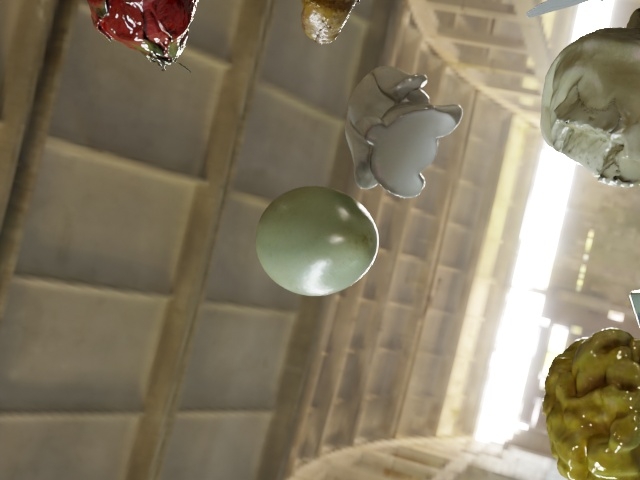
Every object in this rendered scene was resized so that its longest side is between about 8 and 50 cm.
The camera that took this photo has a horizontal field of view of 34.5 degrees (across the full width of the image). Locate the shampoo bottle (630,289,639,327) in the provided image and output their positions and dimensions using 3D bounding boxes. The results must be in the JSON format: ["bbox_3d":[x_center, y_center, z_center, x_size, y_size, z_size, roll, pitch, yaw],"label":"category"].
[{"bbox_3d":[0.632,0.254,1.807,0.134,0.078,0.359,151,102,-83],"label":"shampoo bottle"}]

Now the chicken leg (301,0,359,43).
[{"bbox_3d":[0.022,-0.537,2.049,0.409,0.182,0.295,-102,22,-76],"label":"chicken leg"}]

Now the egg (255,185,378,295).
[{"bbox_3d":[0.000,0.000,2.020,0.218,0.295,0.218,1,-92,-35],"label":"egg"}]

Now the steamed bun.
[{"bbox_3d":[0.496,-0.218,1.493,0.394,0.347,0.237,-30,-52,-61],"label":"steamed bun"}]

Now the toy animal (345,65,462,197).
[{"bbox_3d":[0.146,-0.254,2.139,0.265,0.206,0.271,-107,37,-51],"label":"toy animal"}]

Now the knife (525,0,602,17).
[{"bbox_3d":[0.520,-0.478,2.001,0.058,0.244,0.032,64,-164,-66],"label":"knife"}]

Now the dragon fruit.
[{"bbox_3d":[-0.303,-0.432,1.864,0.293,0.234,0.234,56,-136,-36],"label":"dragon fruit"}]

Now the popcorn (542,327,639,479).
[{"bbox_3d":[0.364,0.203,1.295,0.226,0.200,0.203,-45,-46,-32],"label":"popcorn"}]
